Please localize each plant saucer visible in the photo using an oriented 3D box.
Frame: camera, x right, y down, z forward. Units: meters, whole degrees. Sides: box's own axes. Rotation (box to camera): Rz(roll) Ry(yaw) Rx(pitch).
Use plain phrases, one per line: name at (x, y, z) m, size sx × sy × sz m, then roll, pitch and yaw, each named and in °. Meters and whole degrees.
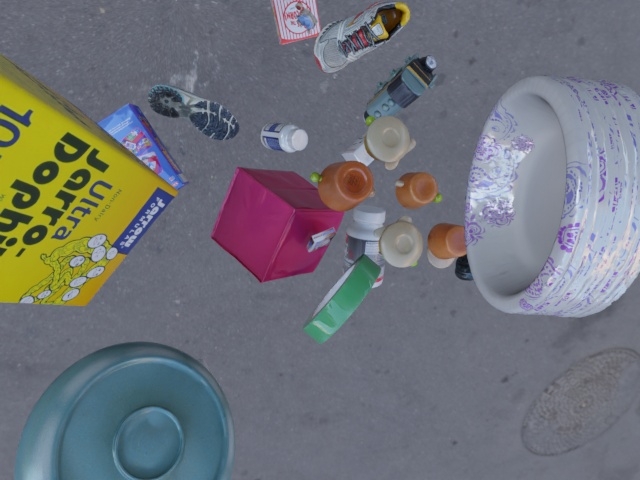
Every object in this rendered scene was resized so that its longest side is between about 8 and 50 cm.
plant saucer at (-0.255, 0.299, 0.646) m, size 0.317 × 0.318 × 0.043 m, roll 30°, pitch 136°, yaw -29°

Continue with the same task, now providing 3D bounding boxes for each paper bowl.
paper bowl at (0.297, -0.049, 0.544) m, size 0.147 × 0.284 × 0.285 m, roll 5°, pitch 117°, yaw -2°

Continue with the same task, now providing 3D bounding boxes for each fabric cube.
fabric cube at (-0.130, -0.054, 1.363) m, size 0.258 × 0.259 × 0.254 m, roll -6°, pitch 128°, yaw -56°

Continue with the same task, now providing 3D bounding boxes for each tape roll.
tape roll at (0.068, 0.189, 1.445) m, size 0.077 × 0.321 × 0.321 m, roll 40°, pitch 102°, yaw 0°

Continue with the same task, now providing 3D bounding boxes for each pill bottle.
pill bottle at (-0.087, -0.251, 1.078) m, size 0.067 × 0.120 × 0.067 m, roll -16°, pitch 115°, yaw -39°
pill bottle at (0.190, 0.022, 1.840) m, size 0.176 × 0.176 × 0.319 m, roll -2°, pitch 109°, yaw -17°

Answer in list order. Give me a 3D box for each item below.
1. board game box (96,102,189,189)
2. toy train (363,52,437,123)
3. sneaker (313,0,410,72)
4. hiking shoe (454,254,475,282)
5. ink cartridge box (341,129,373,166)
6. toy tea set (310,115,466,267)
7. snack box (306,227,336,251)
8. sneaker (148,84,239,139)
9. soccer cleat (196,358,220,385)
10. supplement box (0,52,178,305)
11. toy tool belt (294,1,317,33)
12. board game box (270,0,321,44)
board game box at (-0.551, -0.153, 1.126) m, size 0.347 × 0.078 × 0.233 m, roll -31°, pitch 102°, yaw 2°
toy train at (0.278, -0.535, 1.601) m, size 0.142 × 0.334 × 0.190 m, roll 44°, pitch 62°, yaw -12°
sneaker at (0.082, -0.419, 0.889) m, size 0.225 × 0.092 × 0.088 m, roll -38°, pitch 119°, yaw -8°
hiking shoe at (0.494, 0.097, 1.303) m, size 0.303 × 0.113 × 0.132 m, roll -8°, pitch 115°, yaw -41°
ink cartridge box at (0.204, -0.395, 1.837) m, size 0.203 × 0.148 × 0.086 m, roll -43°, pitch 108°, yaw -7°
toy tea set at (0.141, -0.064, 0.866) m, size 0.200 × 0.124 × 0.336 m, roll -39°, pitch 99°, yaw -12°
snack box at (0.000, 0.000, 1.219) m, size 0.064 × 0.178 × 0.022 m, roll -22°, pitch 83°, yaw -9°
sneaker at (-0.386, -0.418, 1.390) m, size 0.282 × 0.122 × 0.110 m, roll 23°, pitch 115°, yaw -21°
soccer cleat at (-0.328, 0.419, 1.053) m, size 0.116 × 0.143 × 0.331 m, roll 9°, pitch 125°, yaw -43°
supplement box at (-0.333, -0.076, 0.408) m, size 0.195 × 0.356 × 0.194 m, roll 38°, pitch 87°, yaw 12°
toy tool belt at (-0.050, -0.673, 1.340) m, size 0.083 × 0.052 × 0.051 m, roll 34°, pitch 75°, yaw -39°
board game box at (-0.086, -0.772, 1.471) m, size 0.146 × 0.045 × 0.194 m, roll -19°, pitch 121°, yaw -10°
